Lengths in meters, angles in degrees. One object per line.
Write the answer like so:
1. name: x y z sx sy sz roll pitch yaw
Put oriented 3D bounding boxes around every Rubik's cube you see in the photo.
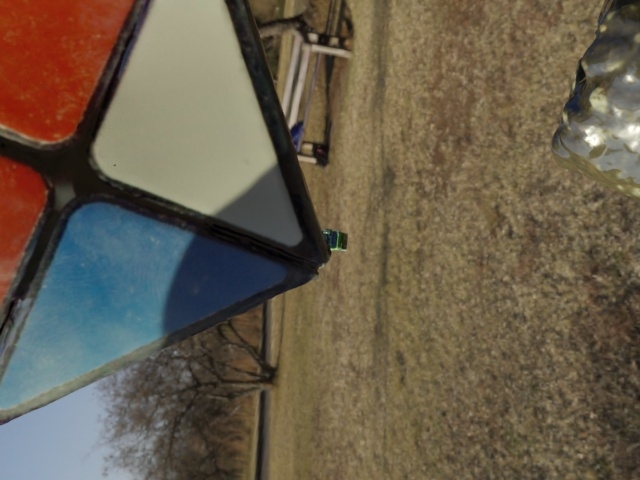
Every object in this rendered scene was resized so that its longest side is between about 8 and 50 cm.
1. Rubik's cube: -0.213 -0.089 0.510 0.310 0.305 0.306 38 150 62

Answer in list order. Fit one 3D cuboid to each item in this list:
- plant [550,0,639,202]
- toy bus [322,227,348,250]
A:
1. plant: 0.231 -0.066 0.330 0.132 0.195 0.129 -54 -18 -43
2. toy bus: 0.000 0.000 0.892 0.083 0.037 0.031 2 83 41
